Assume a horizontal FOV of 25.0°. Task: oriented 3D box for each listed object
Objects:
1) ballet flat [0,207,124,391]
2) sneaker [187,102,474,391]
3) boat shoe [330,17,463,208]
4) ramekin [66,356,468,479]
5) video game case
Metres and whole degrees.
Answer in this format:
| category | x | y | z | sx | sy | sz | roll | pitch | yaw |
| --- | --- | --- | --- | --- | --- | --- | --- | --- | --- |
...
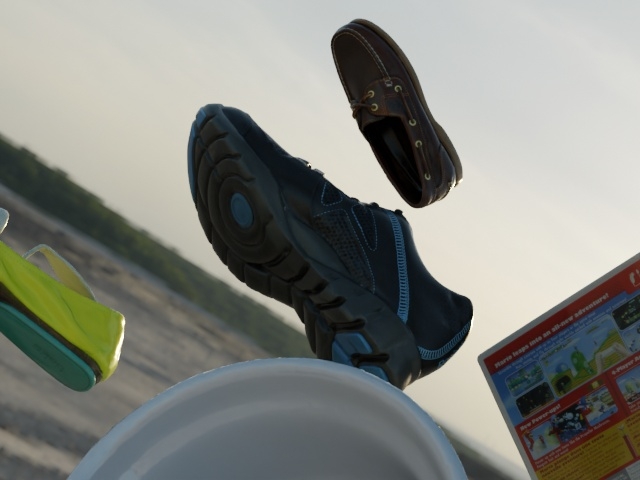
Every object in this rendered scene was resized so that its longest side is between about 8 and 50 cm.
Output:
| category | x | y | z | sx | sy | sz | roll | pitch | yaw |
| --- | --- | --- | --- | --- | --- | --- | --- | --- | --- |
| ballet flat | -0.239 | 0.021 | 1.069 | 0.231 | 0.077 | 0.077 | 39 | -35 | -17 |
| sneaker | 0.000 | 0.000 | 1.356 | 0.341 | 0.139 | 0.125 | 52 | -36 | 18 |
| boat shoe | 0.070 | -0.130 | 1.475 | 0.207 | 0.073 | 0.073 | 57 | -41 | 2 |
| ramekin | -0.025 | 0.221 | 0.857 | 0.277 | 0.277 | 0.135 | 27 | -21 | 36 |
| video game case | 0.282 | 0.180 | 1.329 | 0.025 | 0.204 | 0.285 | 19 | 42 | -52 |
